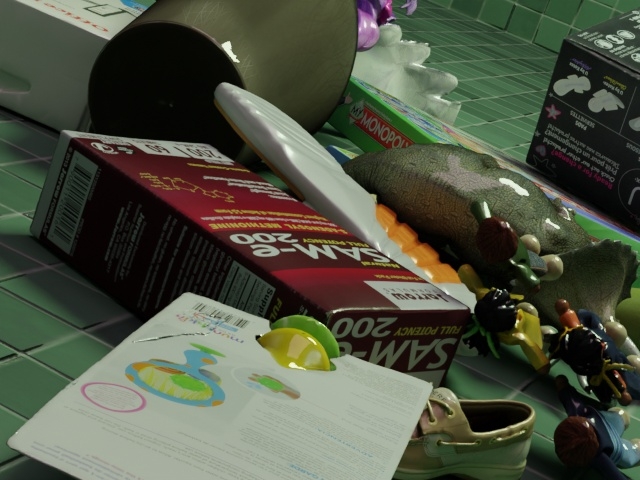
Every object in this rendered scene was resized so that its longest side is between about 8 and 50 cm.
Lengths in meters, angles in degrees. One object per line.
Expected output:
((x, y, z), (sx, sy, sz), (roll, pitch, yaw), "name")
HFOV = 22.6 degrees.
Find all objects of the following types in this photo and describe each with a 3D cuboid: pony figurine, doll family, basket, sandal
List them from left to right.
((-0.076, -0.133, 1.243), (0.154, 0.204, 0.227), (20, 23, 10), "basket")
((0.005, 0.001, 1.045), (0.265, 0.076, 0.102), (47, 16, 30), "sandal")
((0.018, -0.264, 1.554), (0.351, 0.303, 0.363), (4, 43, -31), "pony figurine")
((0.136, 0.064, 0.927), (0.193, 0.076, 0.111), (47, 9, 21), "doll family")

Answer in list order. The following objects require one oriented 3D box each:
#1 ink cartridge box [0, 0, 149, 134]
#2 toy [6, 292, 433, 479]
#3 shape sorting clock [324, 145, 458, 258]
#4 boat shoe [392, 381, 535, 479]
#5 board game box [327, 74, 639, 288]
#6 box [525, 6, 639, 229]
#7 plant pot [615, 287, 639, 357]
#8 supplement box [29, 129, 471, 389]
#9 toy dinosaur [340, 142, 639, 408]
((-0.213, -0.160, 1.311), (0.148, 0.086, 0.203), (23, 14, 5), "ink cartridge box")
((-0.036, 0.093, 0.706), (0.136, 0.056, 0.237), (21, 19, 7), "toy")
((0.079, -0.019, 1.298), (0.206, 0.040, 0.206), (28, 10, -6), "shape sorting clock")
((0.058, 0.098, 0.841), (0.135, 0.045, 0.050), (9, 19, -40), "boat shoe")
((0.163, -0.044, 1.406), (0.317, 0.046, 0.213), (23, 11, -33), "board game box")
((0.335, -0.125, 1.497), (0.163, 0.142, 0.247), (34, 38, 28), "box")
((0.224, 0.064, 1.149), (0.079, 0.083, 0.083), (16, 10, 32), "plant pot")
((-0.045, 0.017, 0.935), (0.239, 0.073, 0.130), (33, 20, 36), "supplement box")
((0.108, -0.018, 1.110), (0.313, 0.121, 0.160), (38, -5, 9), "toy dinosaur")
